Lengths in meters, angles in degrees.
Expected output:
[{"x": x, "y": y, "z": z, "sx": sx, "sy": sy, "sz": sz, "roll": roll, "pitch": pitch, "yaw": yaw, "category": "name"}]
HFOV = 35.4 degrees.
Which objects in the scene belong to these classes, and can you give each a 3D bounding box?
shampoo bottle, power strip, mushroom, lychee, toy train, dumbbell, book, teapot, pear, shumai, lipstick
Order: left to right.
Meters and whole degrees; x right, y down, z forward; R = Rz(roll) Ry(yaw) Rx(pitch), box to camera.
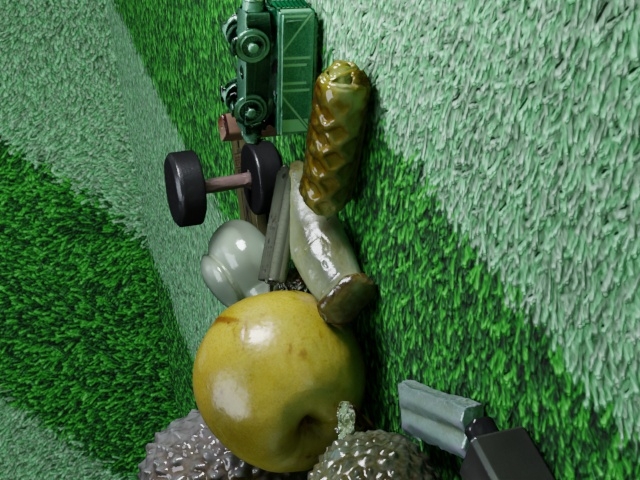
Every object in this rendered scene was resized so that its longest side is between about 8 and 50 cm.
[{"x": -0.193, "y": -0.115, "z": 2.011, "sx": 0.152, "sy": 0.218, "sz": 0.152, "roll": 171, "pitch": 90, "yaw": -72, "category": "dumbbell"}, {"x": -0.171, "y": 0.502, "z": 1.980, "sx": 0.432, "sy": 0.380, "sz": 0.380, "roll": -28, "pitch": 71, "yaw": 49, "category": "lychee"}, {"x": -0.157, "y": -0.117, "z": 2.189, "sx": 0.161, "sy": 0.026, "sz": 0.230, "roll": -175, "pitch": 77, "yaw": -72, "category": "book"}, {"x": -0.136, "y": 0.081, "z": 1.996, "sx": 0.220, "sy": 0.149, "sz": 0.318, "roll": 59, "pitch": 167, "yaw": -22, "category": "teapot"}, {"x": -0.112, "y": -0.215, "z": 1.847, "sx": 0.045, "sy": 0.145, "sz": 0.045, "roll": 134, "pitch": 125, "yaw": -67, "category": "lipstick"}, {"x": -0.089, "y": -0.299, "z": 1.734, "sx": 0.115, "sy": 0.155, "sz": 0.269, "roll": -129, "pitch": 35, "yaw": -54, "category": "toy train"}, {"x": -0.076, "y": -0.011, "z": 1.882, "sx": 0.092, "sy": 0.034, "sz": 0.267, "roll": 173, "pitch": 108, "yaw": -70, "category": "power strip"}, {"x": -0.069, "y": 0.232, "z": 1.713, "sx": 0.314, "sy": 0.315, "sz": 0.314, "roll": 171, "pitch": 90, "yaw": -71, "category": "pear"}, {"x": -0.034, "y": 0.078, "z": 1.907, "sx": 0.080, "sy": 0.082, "sz": 0.083, "roll": -34, "pitch": 39, "yaw": 27, "category": "shumai"}, {"x": -0.003, "y": 0.002, "z": 1.710, "sx": 0.087, "sy": 0.107, "sz": 0.333, "roll": 52, "pitch": -171, "yaw": -52, "category": "mushroom"}, {"x": 0.085, "y": 0.414, "z": 1.451, "sx": 0.255, "sy": 0.255, "sz": 0.274, "roll": 147, "pitch": 143, "yaw": -69, "category": "lychee"}, {"x": 0.240, "y": 0.315, "z": 1.186, "sx": 0.080, "sy": 0.079, "sz": 0.246, "roll": 101, "pitch": 153, "yaw": -42, "category": "shampoo bottle"}]

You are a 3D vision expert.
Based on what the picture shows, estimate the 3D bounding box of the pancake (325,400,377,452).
[{"x": 0.055, "y": 0.418, "z": 1.625, "sx": 0.054, "sy": 0.197, "sz": 0.376, "roll": 12, "pitch": 124, "yaw": 37, "category": "pancake"}]

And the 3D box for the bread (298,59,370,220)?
[{"x": 0.023, "y": -0.162, "z": 1.581, "sx": 0.087, "sy": 0.098, "sz": 0.269, "roll": 24, "pitch": 133, "yaw": 16, "category": "bread"}]

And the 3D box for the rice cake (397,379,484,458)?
[{"x": 0.167, "y": 0.252, "z": 1.420, "sx": 0.226, "sy": 0.040, "sz": 0.085, "roll": 180, "pitch": 82, "yaw": -70, "category": "rice cake"}]
